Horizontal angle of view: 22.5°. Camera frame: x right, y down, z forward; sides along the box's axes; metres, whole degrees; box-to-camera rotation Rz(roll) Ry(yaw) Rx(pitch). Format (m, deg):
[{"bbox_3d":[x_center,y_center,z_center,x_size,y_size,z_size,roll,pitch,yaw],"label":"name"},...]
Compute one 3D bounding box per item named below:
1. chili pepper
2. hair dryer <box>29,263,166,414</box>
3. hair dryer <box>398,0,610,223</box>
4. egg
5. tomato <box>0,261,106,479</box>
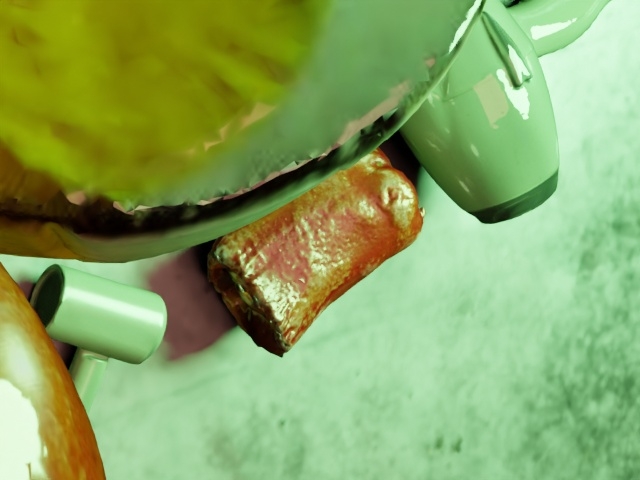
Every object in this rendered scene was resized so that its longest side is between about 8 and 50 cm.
[{"bbox_3d":[0.000,0.000,0.861,0.123,0.073,0.070,-38,157,-21],"label":"chili pepper"},{"bbox_3d":[-0.128,0.077,0.811,0.063,0.038,0.124,20,93,-32],"label":"hair dryer"},{"bbox_3d":[0.097,-0.171,0.912,0.229,0.092,0.267,48,57,-22],"label":"hair dryer"},{"bbox_3d":[-0.102,-0.130,0.690,0.337,0.201,0.337,1,77,-6],"label":"egg"},{"bbox_3d":[-0.233,0.110,0.515,0.293,0.290,0.325,10,134,-49],"label":"tomato"}]
